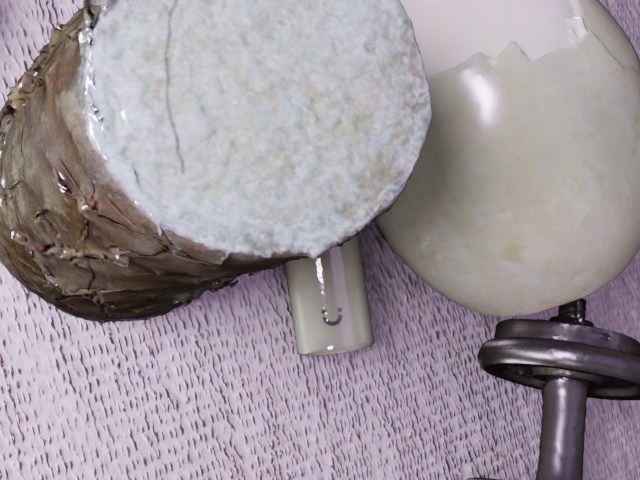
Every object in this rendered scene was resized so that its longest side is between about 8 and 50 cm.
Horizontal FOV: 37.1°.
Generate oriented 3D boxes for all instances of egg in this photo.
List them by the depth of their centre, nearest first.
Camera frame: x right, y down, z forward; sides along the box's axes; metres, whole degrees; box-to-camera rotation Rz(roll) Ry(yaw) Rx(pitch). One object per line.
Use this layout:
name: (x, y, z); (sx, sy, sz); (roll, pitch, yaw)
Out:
egg: (0.157, -0.113, 0.869); (0.278, 0.278, 0.336); (-37, 110, -36)

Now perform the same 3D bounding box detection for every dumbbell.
dumbbell: (0.244, 0.199, 0.958); (0.192, 0.192, 0.290); (21, 71, -35)

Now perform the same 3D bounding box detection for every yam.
yam: (-0.094, -0.061, 0.653); (0.241, 0.348, 0.241); (5, 79, -26)

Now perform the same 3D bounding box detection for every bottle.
bottle: (0.000, 0.000, 0.864); (0.072, 0.072, 0.202); (-8, 89, -39)
